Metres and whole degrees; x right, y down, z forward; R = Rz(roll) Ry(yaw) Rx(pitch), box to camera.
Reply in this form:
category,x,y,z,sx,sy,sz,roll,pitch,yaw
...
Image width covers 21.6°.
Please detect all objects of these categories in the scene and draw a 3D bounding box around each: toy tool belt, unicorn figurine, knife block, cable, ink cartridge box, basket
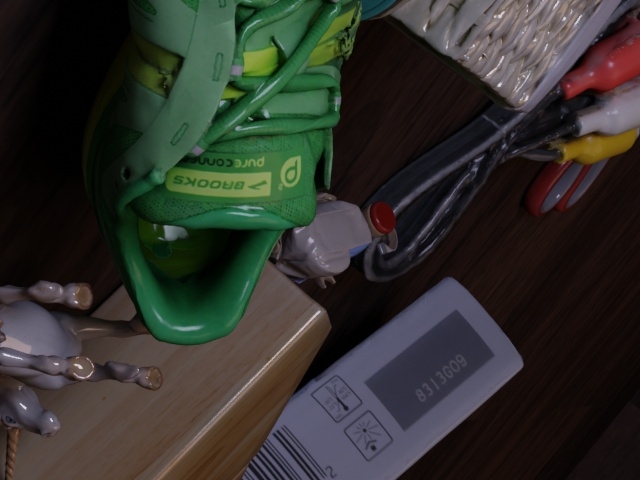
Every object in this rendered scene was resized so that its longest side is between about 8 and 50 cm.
category,x,y,z,sx,sy,sz,roll,pitch,yaw
toy tool belt,0.000,0.000,0.946,0.051,0.052,0.083,-24,177,40
unicorn figurine,-0.123,0.048,0.710,0.162,0.111,0.060,52,42,-49
knife block,-0.139,0.133,0.810,0.242,0.088,0.276,-23,148,-54
cable,0.137,-0.069,1.070,0.287,0.072,0.139,-36,151,-34
ink cartridge box,-0.059,0.205,1.191,0.308,0.091,0.385,-36,174,-35
basket,0.083,-0.156,0.726,0.167,0.113,0.103,-54,157,10

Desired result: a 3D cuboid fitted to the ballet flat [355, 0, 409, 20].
category,x,y,z,sx,sy,sz,roll,pitch,yaw
ballet flat,0.034,-0.189,0.616,0.086,0.086,0.248,-37,157,-32

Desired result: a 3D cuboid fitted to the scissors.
category,x,y,z,sx,sy,sz,roll,pitch,yaw
scissors,0.236,-0.131,1.260,0.109,0.021,0.297,-21,145,-50

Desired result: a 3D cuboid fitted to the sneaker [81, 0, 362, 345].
category,x,y,z,sx,sy,sz,roll,pitch,yaw
sneaker,-0.024,-0.069,0.600,0.109,0.123,0.295,-5,144,-15
